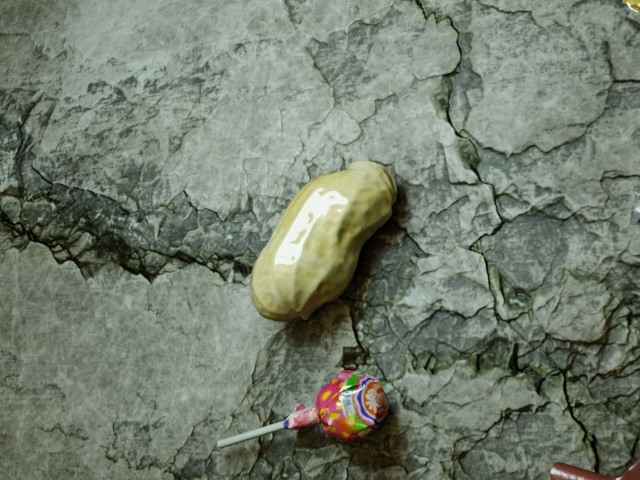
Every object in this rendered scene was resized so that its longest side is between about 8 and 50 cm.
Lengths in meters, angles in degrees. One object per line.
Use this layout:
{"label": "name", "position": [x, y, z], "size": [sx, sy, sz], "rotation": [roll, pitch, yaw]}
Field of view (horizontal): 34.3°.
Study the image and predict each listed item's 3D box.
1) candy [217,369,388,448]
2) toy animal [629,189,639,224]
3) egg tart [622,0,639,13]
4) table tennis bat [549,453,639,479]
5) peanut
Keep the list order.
{"label": "candy", "position": [-0.042, 0.324, 1.839], "size": [0.365, 0.124, 0.124], "rotation": [-23, 67, 31]}
{"label": "toy animal", "position": [0.515, -0.067, 1.656], "size": [0.084, 0.028, 0.050], "rotation": [-45, 68, 12]}
{"label": "egg tart", "position": [0.600, -0.499, 1.664], "size": [0.341, 0.129, 0.341], "rotation": [-7, 74, 27]}
{"label": "table tennis bat", "position": [0.531, 0.394, 1.499], "size": [0.414, 0.051, 0.268], "rotation": [7, 92, 35]}
{"label": "peanut", "position": [-0.005, -0.002, 1.867], "size": [0.174, 0.158, 0.340], "rotation": [24, 86, 53]}
